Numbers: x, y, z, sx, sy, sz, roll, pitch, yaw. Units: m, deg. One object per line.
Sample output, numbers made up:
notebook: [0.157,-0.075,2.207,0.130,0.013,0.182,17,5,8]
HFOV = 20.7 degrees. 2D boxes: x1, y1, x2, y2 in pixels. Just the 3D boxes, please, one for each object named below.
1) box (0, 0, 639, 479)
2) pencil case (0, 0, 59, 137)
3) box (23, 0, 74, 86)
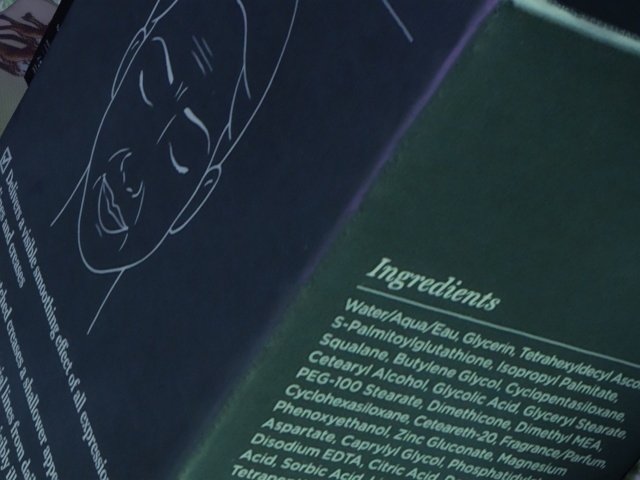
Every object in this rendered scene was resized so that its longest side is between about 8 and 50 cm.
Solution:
box: [0.000,0.000,0.811,0.395,0.212,0.293,-56,37,25]
pencil case: [-0.258,0.017,1.019,0.160,0.184,0.410,-12,21,44]
box: [-0.022,-0.165,0.960,0.290,0.169,0.087,-60,33,22]
